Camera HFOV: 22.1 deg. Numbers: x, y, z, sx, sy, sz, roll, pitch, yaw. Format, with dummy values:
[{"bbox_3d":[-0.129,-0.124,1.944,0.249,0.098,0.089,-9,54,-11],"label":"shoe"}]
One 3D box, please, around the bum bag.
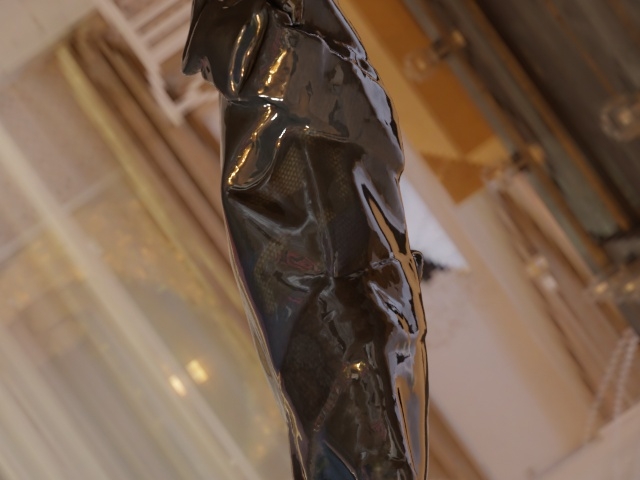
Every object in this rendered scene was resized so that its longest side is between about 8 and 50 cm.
[{"bbox_3d":[0.000,0.000,0.601,0.074,0.310,0.137,-12,161,-6],"label":"bum bag"}]
